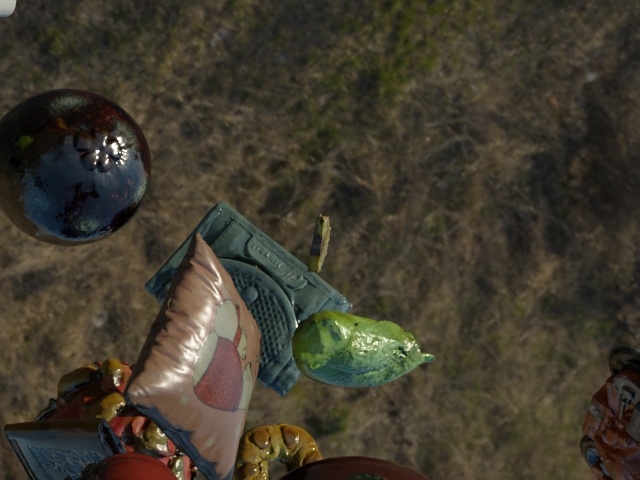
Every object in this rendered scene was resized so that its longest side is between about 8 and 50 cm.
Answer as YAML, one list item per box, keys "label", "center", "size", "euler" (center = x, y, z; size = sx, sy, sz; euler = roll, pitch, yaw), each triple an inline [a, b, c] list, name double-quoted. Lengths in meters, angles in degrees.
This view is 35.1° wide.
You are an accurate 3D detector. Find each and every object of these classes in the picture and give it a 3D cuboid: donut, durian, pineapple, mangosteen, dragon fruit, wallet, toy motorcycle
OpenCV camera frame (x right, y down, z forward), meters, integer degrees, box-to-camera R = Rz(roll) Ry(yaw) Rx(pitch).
- label: "donut"
  center: [-0.096, 0.521, 2.253]
  size: [0.226, 0.226, 0.114]
  euler: [-26, 161, -24]
- label: "durian"
  center: [0.046, 0.153, 1.377]
  size: [0.250, 0.139, 0.101]
  euler: [25, 74, -53]
- label: "pineapple"
  center: [0.000, 0.000, 1.310]
  size: [0.045, 0.019, 0.083]
  euler: [-59, 160, -67]
- label: "mangosteen"
  center: [-0.434, -0.123, 1.732]
  size: [0.288, 0.288, 0.288]
  euler: [-30, 153, -17]
- label: "dragon fruit"
  center: [-0.350, 0.318, 1.735]
  size: [0.296, 0.314, 0.263]
  euler: [0, 124, -30]
- label: "wallet"
  center: [-0.370, 0.341, 1.536]
  size: [0.161, 0.042, 0.195]
  euler: [-7, 131, 9]
- label: "wallet"
  center: [-0.137, 0.108, 1.945]
  size: [0.237, 0.342, 0.075]
  euler: [-51, 175, -16]
- label: "toy motorcycle"
  center: [0.414, 0.259, 1.208]
  size: [0.148, 0.221, 0.326]
  euler: [-37, 148, -22]

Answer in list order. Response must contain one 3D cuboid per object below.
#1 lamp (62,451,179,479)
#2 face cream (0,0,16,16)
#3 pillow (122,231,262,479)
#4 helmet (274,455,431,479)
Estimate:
- label: "lamp"
  center: [-0.261, 0.393, 1.332]
  size: [0.227, 0.227, 0.227]
  euler: [-30, 153, -17]
- label: "face cream"
  center: [-0.539, -0.337, 1.415]
  size: [0.243, 0.058, 0.092]
  euler: [-17, 132, -51]
- label: "pillow"
  center: [-0.138, 0.146, 1.208]
  size: [0.084, 0.236, 0.223]
  euler: [-5, 141, 25]
- label: "helmet"
  center: [0.032, 0.362, 1.051]
  size: [0.230, 0.337, 0.385]
  euler: [-77, -176, -50]
